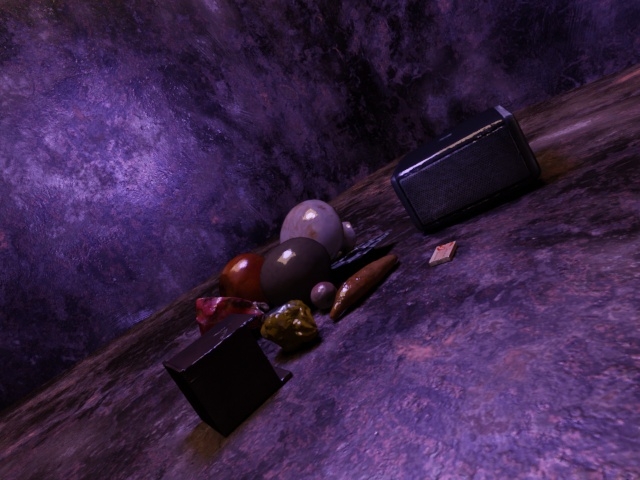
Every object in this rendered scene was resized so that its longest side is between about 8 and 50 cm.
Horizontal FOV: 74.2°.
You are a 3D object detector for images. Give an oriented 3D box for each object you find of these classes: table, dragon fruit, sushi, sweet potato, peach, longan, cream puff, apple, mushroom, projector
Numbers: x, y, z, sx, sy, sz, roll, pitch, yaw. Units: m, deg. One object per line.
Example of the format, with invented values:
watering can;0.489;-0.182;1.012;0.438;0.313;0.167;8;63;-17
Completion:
table;-0.210;0.288;0.952;0.193;0.169;0.172;-37;12;-31
dragon fruit;-0.261;0.261;1.321;0.211;0.134;0.262;-16;-25;1
sushi;0.127;0.063;1.453;0.219;0.047;0.231;-27;5;43
sweet potato;0.122;0.110;1.185;0.072;0.066;0.314;28;45;28
peach;0.010;0.157;1.218;0.083;0.083;0.083;-29;10;6
longan;-0.078;0.100;1.346;0.248;0.248;0.248;-29;10;6
cream puff;-0.070;0.224;1.077;0.146;0.116;0.146;-38;-17;-14
apple;-0.268;0.166;1.578;0.229;0.230;0.230;-29;10;6
mushroom;0.000;0.000;1.616;0.289;0.298;0.297;11;-15;-32
projector;0.473;-0.242;1.429;0.405;0.242;0.395;-27;13;24

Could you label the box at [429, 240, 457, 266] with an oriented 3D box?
box;0.326;0.035;1.121;0.058;0.015;0.093;-24;12;37
